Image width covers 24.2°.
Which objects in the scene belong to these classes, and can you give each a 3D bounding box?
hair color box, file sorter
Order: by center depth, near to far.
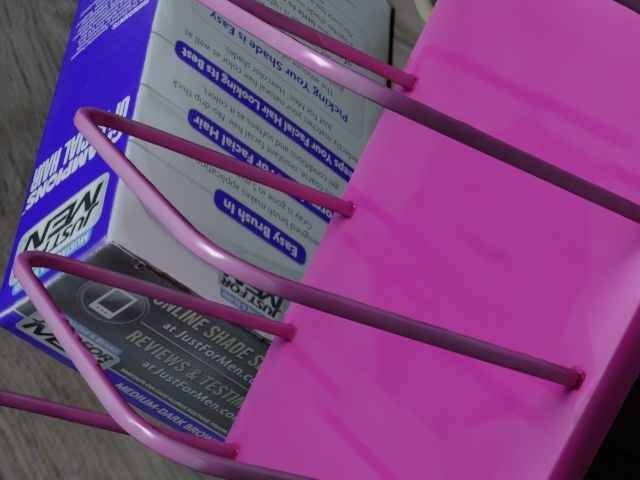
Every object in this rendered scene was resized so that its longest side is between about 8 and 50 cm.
[{"bbox_3d":[0.000,0.000,0.597,0.202,0.182,0.291,39,107,54],"label":"file sorter"},{"bbox_3d":[-0.059,-0.059,0.884,0.110,0.185,0.339,-32,36,33],"label":"hair color box"}]

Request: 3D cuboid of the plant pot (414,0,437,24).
[{"bbox_3d":[0.167,-0.165,0.749,0.237,0.110,0.237,-35,34,29],"label":"plant pot"}]
